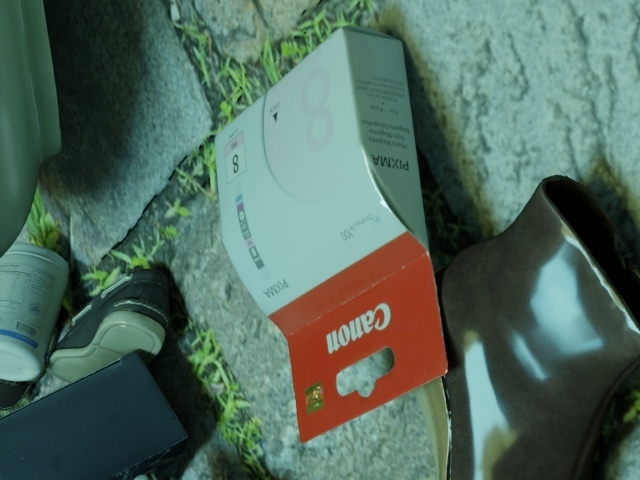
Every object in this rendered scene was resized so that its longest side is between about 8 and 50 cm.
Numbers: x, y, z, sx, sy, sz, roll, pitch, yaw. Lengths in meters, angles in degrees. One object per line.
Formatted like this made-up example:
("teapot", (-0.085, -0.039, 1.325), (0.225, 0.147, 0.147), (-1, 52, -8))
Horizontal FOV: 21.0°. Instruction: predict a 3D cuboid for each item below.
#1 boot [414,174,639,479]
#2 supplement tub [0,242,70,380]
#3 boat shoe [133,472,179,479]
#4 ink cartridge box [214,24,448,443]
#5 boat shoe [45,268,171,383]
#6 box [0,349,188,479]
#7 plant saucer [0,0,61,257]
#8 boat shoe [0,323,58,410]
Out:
("boot", (0.145, 0.108, 1.059), (0.248, 0.090, 0.207), (63, 145, 16))
("supplement tub", (-0.268, 0.064, 1.539), (0.071, 0.071, 0.107), (-41, 31, 51))
("boat shoe", (-0.030, 0.255, 1.343), (0.301, 0.102, 0.108), (34, 169, 36))
("ink cartridge box", (0.000, 0.000, 1.163), (0.189, 0.066, 0.232), (-34, 53, 52))
("boat shoe", (-0.179, 0.080, 1.503), (0.206, 0.075, 0.065), (-36, 34, 58))
("box", (-0.207, 0.190, 1.459), (0.093, 0.156, 0.158), (56, 157, 17))
("plant saucer", (-0.274, -0.166, 1.390), (0.400, 0.100, 0.400), (171, 90, -80))
("boat shoe", (-0.285, 0.115, 1.636), (0.049, 0.056, 0.152), (53, 140, 30))
